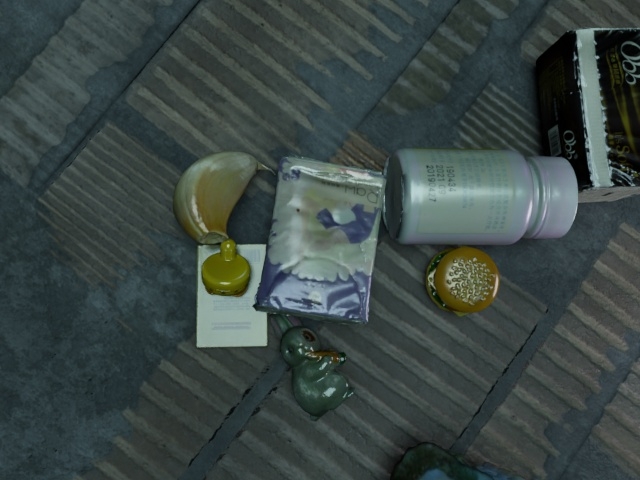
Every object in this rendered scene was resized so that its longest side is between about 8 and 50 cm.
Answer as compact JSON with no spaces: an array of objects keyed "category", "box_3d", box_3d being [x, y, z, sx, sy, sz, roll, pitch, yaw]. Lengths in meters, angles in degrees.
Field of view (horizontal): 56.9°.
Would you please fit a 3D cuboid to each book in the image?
[{"category":"book","box_3d":[-0.195,0.123,1.318,0.161,0.026,0.230,0,83,-4]}]

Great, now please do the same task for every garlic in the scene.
[{"category":"garlic","box_3d":[-0.224,-0.105,1.280,0.164,0.145,0.244,28,61,6]}]

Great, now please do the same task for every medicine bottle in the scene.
[{"category":"medicine bottle","box_3d":[0.338,-0.094,1.294,0.379,0.213,0.213,1,83,-5]}]

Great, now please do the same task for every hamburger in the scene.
[{"category":"hamburger","box_3d":[0.316,0.089,1.318,0.162,0.115,0.161,0,85,-4]}]

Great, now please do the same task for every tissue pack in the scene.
[{"category":"tissue pack","box_3d":[0.622,-0.268,1.342,0.198,0.210,0.369,-1,84,-9]},{"category":"tissue pack","box_3d":[0.000,0.000,1.290,0.243,0.125,0.343,10,76,-4]}]

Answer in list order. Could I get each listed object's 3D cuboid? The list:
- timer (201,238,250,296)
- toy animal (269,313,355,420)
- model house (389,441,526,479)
[{"category":"timer","box_3d":[-0.201,0.062,1.256,0.107,0.109,0.107,5,41,-4]},{"category":"toy animal","box_3d":[-0.034,0.253,1.274,0.127,0.125,0.251,-32,80,-36]},{"category":"model house","box_3d":[0.331,0.619,1.205,0.339,0.297,0.359,20,81,-39]}]
